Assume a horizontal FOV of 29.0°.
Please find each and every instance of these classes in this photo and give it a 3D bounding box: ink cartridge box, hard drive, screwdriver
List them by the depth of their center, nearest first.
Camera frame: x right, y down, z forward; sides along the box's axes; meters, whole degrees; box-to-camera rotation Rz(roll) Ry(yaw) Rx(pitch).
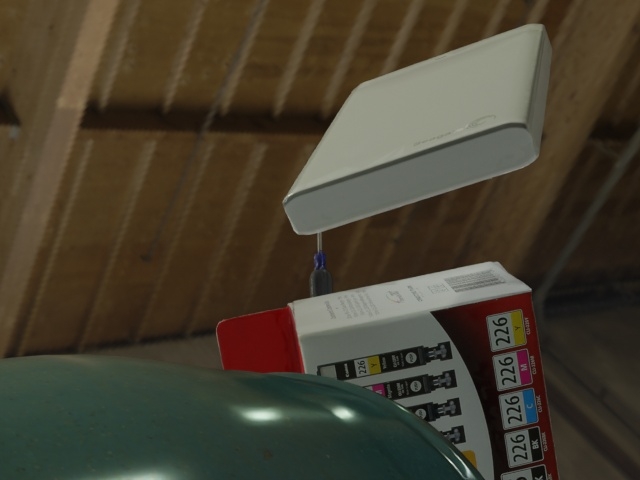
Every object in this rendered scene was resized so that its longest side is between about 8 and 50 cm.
[{"bbox_3d":[0.096,-0.106,1.079,0.203,0.307,0.040,-18,-72,19],"label":"hard drive"},{"bbox_3d":[0.065,0.202,1.103,0.271,0.130,0.309,-11,-79,-3],"label":"ink cartridge box"},{"bbox_3d":[0.000,0.000,1.272,0.024,0.170,0.025,-4,-21,9],"label":"screwdriver"}]

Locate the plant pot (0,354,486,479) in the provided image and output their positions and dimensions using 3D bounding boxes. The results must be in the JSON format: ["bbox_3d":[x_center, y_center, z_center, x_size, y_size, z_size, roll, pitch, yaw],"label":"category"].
[{"bbox_3d":[-0.100,0.154,0.395,0.272,0.271,0.255,-52,-39,11],"label":"plant pot"}]
